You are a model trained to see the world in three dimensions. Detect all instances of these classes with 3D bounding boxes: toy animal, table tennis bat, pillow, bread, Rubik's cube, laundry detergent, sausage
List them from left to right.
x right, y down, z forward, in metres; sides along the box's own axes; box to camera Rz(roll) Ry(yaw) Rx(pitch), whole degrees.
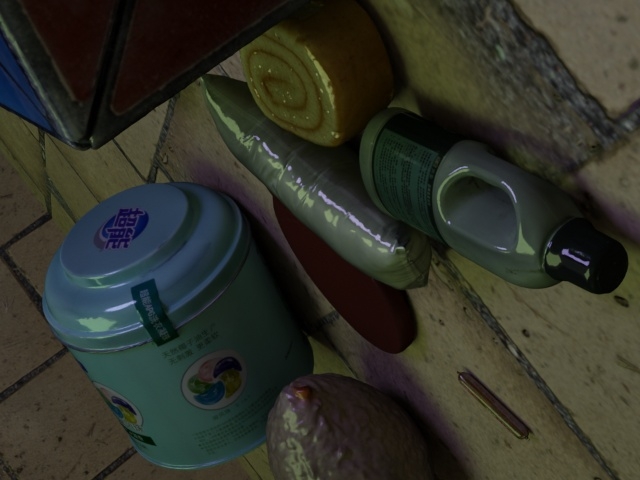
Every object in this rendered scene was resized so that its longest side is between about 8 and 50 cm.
[{"bbox_3d":[-0.170,-0.252,0.755,0.260,0.255,0.259,28,149,49],"label":"Rubik's cube"},{"bbox_3d":[-0.191,0.096,1.435,0.287,0.287,0.305,31,153,50],"label":"laundry detergent"},{"bbox_3d":[-0.003,-0.142,0.852,0.149,0.073,0.122,32,148,51],"label":"bread"},{"bbox_3d":[-0.002,-0.055,0.954,0.254,0.078,0.144,43,-173,20],"label":"pillow"},{"bbox_3d":[0.000,0.000,1.167,0.310,0.038,0.200,58,162,-19],"label":"table tennis bat"},{"bbox_3d":[0.045,0.282,1.336,0.226,0.188,0.358,48,176,39],"label":"toy animal"},{"bbox_3d":[0.119,-0.021,0.762,0.225,0.070,0.099,34,148,49],"label":"laundry detergent"},{"bbox_3d":[0.171,0.164,1.084,0.100,0.015,0.015,44,161,27],"label":"sausage"}]
